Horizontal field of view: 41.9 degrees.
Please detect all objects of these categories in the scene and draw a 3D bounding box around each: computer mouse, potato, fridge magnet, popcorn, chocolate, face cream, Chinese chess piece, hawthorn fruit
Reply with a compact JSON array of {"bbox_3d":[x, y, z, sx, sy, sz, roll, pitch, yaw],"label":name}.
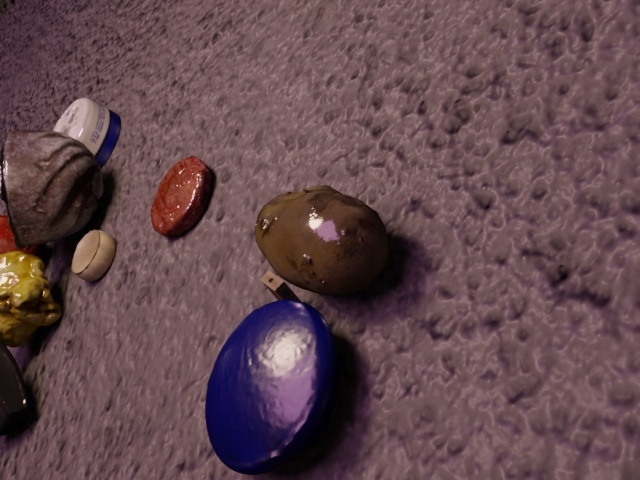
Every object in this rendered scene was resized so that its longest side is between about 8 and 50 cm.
[{"bbox_3d":[-0.751,0.311,1.909,0.170,0.100,0.269,-41,77,42],"label":"computer mouse"},{"bbox_3d":[0.000,0.000,1.273,0.165,0.165,0.262,-59,33,1],"label":"potato"},{"bbox_3d":[-0.072,0.216,1.241,0.265,0.112,0.265,-29,47,36],"label":"fridge magnet"},{"bbox_3d":[-0.714,0.145,1.997,0.203,0.200,0.226,9,62,9],"label":"popcorn"},{"bbox_3d":[-0.641,-0.130,2.040,0.303,0.213,0.303,172,90,-83],"label":"chocolate"},{"bbox_3d":[-0.636,-0.275,2.229,0.206,0.111,0.206,-30,45,34],"label":"face cream"},{"bbox_3d":[-0.528,0.035,1.945,0.122,0.051,0.122,-30,44,34],"label":"Chinese chess piece"},{"bbox_3d":[-0.845,0.025,2.149,0.205,0.253,0.205,-18,65,46],"label":"hawthorn fruit"}]

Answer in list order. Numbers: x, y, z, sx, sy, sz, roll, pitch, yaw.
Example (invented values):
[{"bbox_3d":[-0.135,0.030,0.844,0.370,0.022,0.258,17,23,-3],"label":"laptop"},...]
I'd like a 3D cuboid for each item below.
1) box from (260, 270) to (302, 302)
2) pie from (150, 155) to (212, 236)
[{"bbox_3d":[-0.056,0.089,1.329,0.024,0.083,0.053,-46,37,-9],"label":"box"},{"bbox_3d":[-0.297,-0.094,1.762,0.182,0.049,0.182,-29,48,37],"label":"pie"}]
